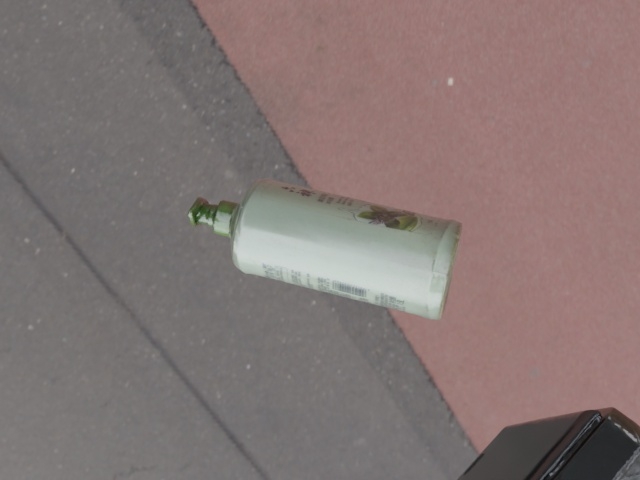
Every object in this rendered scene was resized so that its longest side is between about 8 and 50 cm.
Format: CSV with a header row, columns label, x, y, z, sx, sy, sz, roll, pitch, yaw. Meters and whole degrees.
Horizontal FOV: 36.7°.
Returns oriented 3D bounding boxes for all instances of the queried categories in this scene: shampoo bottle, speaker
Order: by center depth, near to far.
label,x,y,z,sx,sy,sz,roll,pitch,yaw
shampoo bottle,0.000,0.000,0.834,0.234,0.118,0.087,13,94,9
speaker,0.230,0.266,0.863,0.192,0.153,0.231,47,163,5
